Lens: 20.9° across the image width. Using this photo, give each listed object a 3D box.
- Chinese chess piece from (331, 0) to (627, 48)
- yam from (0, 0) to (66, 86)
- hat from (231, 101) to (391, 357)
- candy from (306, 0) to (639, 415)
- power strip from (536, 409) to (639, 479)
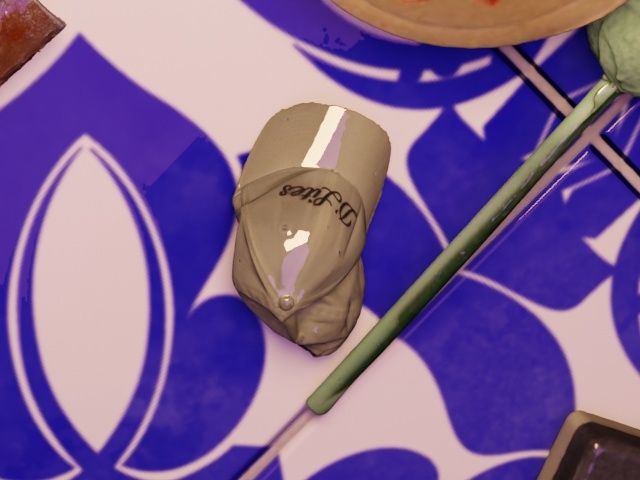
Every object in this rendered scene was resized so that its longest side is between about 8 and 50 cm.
[{"bbox_3d":[0.093,-0.222,1.022,0.250,0.103,0.250,4,147,3],"label":"Chinese chess piece"},{"bbox_3d":[-0.234,-0.113,1.068,0.141,0.079,0.079,-42,113,3],"label":"yam"},{"bbox_3d":[0.001,-0.006,1.165,0.122,0.081,0.166,24,93,-22],"label":"hat"},{"bbox_3d":[0.135,-0.039,1.173,0.119,0.119,0.440,37,105,-22],"label":"candy"},{"bbox_3d":[0.187,0.259,1.306,0.105,0.070,0.256,19,103,-16],"label":"power strip"}]
